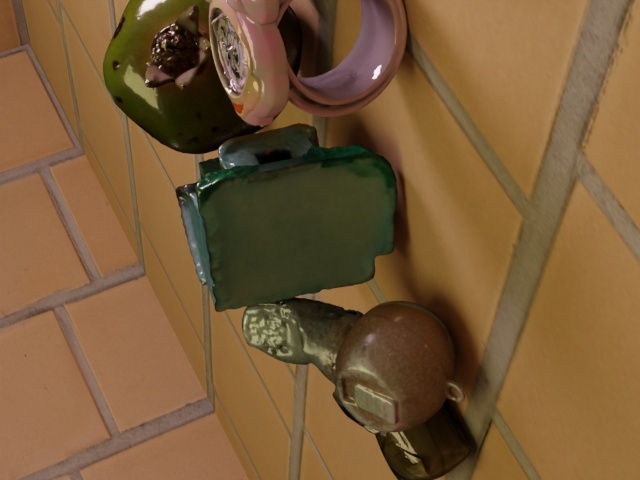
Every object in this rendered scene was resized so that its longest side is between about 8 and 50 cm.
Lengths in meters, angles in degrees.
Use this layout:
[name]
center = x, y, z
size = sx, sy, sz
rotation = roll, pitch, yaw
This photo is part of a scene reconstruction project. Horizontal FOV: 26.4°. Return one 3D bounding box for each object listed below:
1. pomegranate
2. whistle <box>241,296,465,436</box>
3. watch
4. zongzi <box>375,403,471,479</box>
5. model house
[pomegranate]
center = -0.189, -0.264, 1.924
size = 0.291, 0.323, 0.290
rotation = 1, 92, 31
[whistle]
center = 0.052, 0.148, 1.890
size = 0.348, 0.189, 0.189
rotation = 19, 138, 26
[watch]
center = -0.023, -0.274, 1.629
size = 0.211, 0.218, 0.248
rotation = -139, 37, -57
[zongzi]
center = 0.118, 0.264, 2.051
size = 0.221, 0.112, 0.242
rotation = 63, 164, 12
[model house]
center = -0.057, -0.074, 1.929
size = 0.248, 0.281, 0.230
rotation = -113, 16, -52
